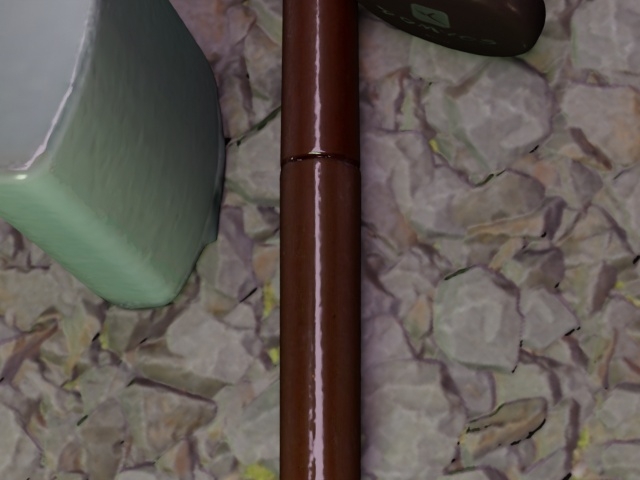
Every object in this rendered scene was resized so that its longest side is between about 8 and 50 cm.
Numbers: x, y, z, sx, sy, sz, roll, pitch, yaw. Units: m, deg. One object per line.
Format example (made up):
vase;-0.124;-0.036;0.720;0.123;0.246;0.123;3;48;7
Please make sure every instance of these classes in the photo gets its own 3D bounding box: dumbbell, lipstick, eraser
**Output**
dumbbell;0.113;-0.243;1.185;0.140;0.124;0.225;18;81;15
lipstick;0.000;0.000;1.185;0.057;0.057;0.357;-2;78;10
eraser;-0.141;-0.081;1.111;0.104;0.290;0.189;7;76;13
